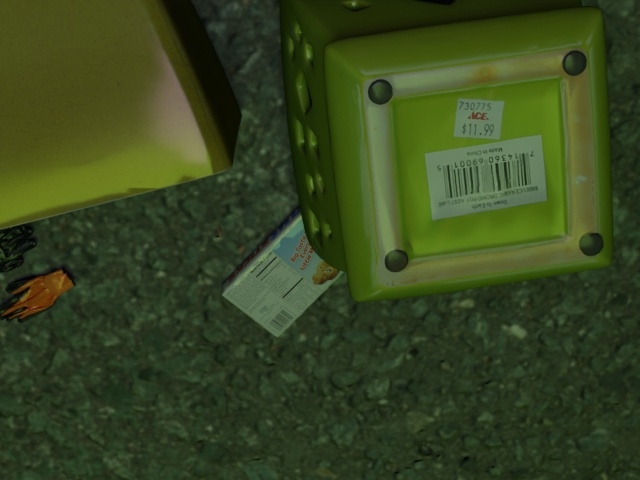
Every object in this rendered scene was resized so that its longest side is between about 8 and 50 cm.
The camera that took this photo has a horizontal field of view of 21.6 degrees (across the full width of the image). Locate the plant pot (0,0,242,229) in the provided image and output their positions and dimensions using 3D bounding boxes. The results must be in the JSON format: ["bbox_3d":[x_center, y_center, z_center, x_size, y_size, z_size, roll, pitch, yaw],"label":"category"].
[{"bbox_3d":[-0.187,-0.134,1.211,0.212,0.212,0.187,-15,104,3],"label":"plant pot"}]

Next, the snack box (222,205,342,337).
[{"bbox_3d":[0.000,0.000,1.382,0.064,0.022,0.178,39,108,-18],"label":"snack box"}]

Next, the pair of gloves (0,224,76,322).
[{"bbox_3d":[-0.252,0.027,1.385,0.074,0.010,0.083,-31,112,13],"label":"pair of gloves"}]

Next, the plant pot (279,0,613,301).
[{"bbox_3d":[0.098,-0.081,1.232,0.228,0.207,0.227,-8,111,-5],"label":"plant pot"}]
